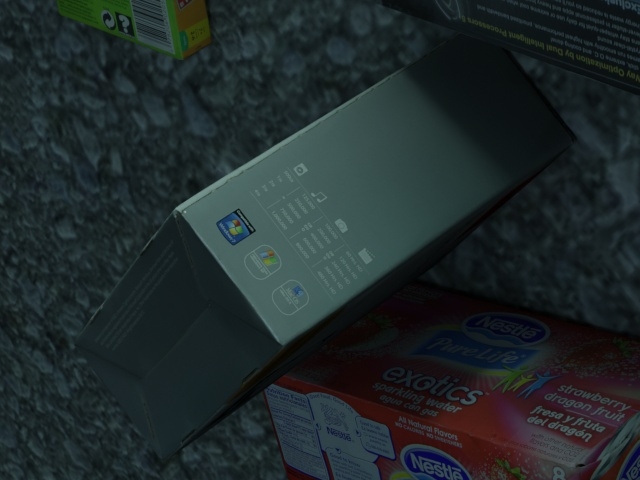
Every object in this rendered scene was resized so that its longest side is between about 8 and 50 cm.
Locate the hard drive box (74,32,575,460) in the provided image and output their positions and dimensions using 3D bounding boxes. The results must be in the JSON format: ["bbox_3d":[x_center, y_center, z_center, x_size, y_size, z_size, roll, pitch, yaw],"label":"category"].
[{"bbox_3d":[0.000,0.000,1.071,0.089,0.232,0.181,52,147,5],"label":"hard drive box"}]

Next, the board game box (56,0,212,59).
[{"bbox_3d":[-0.138,-0.245,1.213,0.124,0.039,0.259,23,137,38],"label":"board game box"}]

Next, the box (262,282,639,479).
[{"bbox_3d":[0.100,0.122,1.147,0.257,0.123,0.128,13,128,45],"label":"box"}]

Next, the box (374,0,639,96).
[{"bbox_3d":[0.148,-0.186,0.873,0.307,0.076,0.242,24,135,38],"label":"box"}]
